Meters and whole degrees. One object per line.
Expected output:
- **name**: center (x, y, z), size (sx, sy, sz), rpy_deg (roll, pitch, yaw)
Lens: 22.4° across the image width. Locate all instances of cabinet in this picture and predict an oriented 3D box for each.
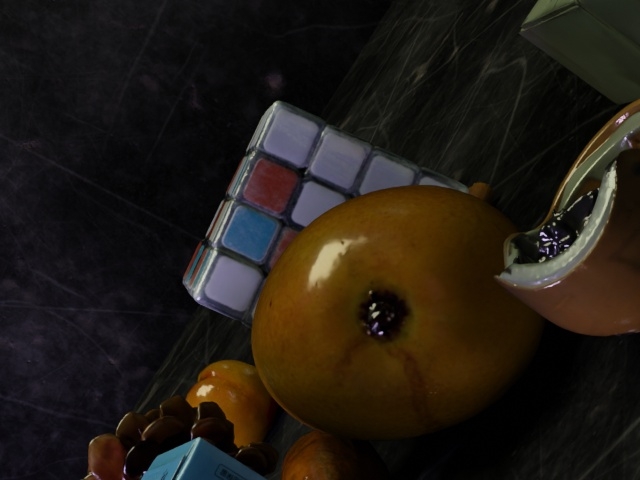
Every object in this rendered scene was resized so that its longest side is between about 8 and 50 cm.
- **cabinet**: center (0.316, -0.244, 1.627), size (0.145, 0.150, 0.206), rpy_deg (-56, 8, -6)

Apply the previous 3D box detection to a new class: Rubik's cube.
- **Rubik's cube**: center (0.000, 0.000, 1.940), size (0.256, 0.259, 0.253), rpy_deg (-163, 96, -84)

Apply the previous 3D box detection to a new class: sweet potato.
- **sweet potato**: center (0.013, 0.237, 1.583), size (0.112, 0.112, 0.359), rpy_deg (-55, 5, 2)

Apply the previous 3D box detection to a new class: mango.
- **mango**: center (0.066, 0.077, 1.501), size (0.264, 0.221, 0.378), rpy_deg (-18, -11, -8)

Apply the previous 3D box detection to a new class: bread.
- **bread**: center (0.177, -0.028, 1.930), size (0.047, 0.036, 0.083), rpy_deg (-44, 17, 54)

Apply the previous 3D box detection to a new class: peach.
- **peach**: center (-0.124, 0.232, 2.266), size (0.138, 0.138, 0.138), rpy_deg (-53, 9, 12)

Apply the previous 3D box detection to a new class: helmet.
- **helmet**: center (0.239, -0.009, 1.233), size (0.198, 0.130, 0.224), rpy_deg (-45, 3, 32)

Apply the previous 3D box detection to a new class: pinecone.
- **pinecone**: center (-0.138, 0.307, 1.708), size (0.264, 0.264, 0.264), rpy_deg (-53, 9, 12)

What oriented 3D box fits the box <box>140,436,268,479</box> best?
- **box**: center (-0.045, 0.265, 1.373), size (0.083, 0.232, 0.142), rpy_deg (-59, 10, -23)
